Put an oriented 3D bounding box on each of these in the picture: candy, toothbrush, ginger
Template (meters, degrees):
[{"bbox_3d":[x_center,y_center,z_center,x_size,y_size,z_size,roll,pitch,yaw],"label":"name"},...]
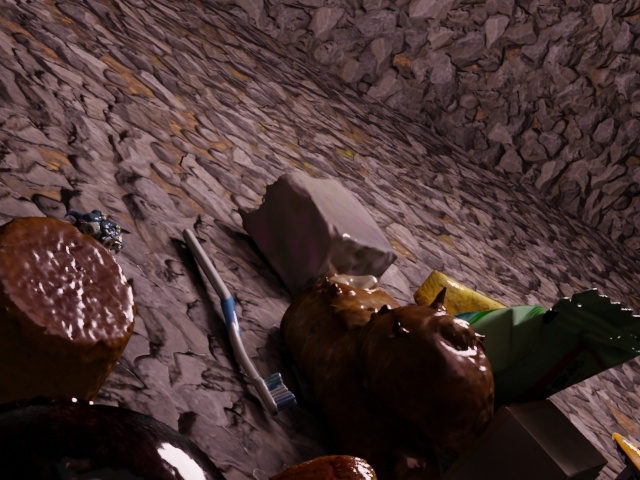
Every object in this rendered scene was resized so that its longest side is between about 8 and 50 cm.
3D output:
[{"bbox_3d":[0.000,0.000,1.834,0.184,0.137,0.195,14,31,-49],"label":"candy"},{"bbox_3d":[-0.123,0.097,1.541,0.040,0.040,0.386,22,20,-38],"label":"toothbrush"},{"bbox_3d":[0.281,0.159,1.650,0.263,0.397,0.172,18,57,-46],"label":"candy"},{"bbox_3d":[0.088,0.145,1.496,0.176,0.254,0.418,21,18,-26],"label":"ginger"}]

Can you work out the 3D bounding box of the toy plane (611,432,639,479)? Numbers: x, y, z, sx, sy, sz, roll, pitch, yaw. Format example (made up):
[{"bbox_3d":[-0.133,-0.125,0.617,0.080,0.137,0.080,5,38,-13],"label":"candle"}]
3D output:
[{"bbox_3d":[0.550,0.432,1.860,0.204,0.103,0.316,21,17,-45],"label":"toy plane"}]

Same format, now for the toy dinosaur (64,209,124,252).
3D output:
[{"bbox_3d":[-0.288,-0.014,1.508,0.083,0.030,0.047,39,16,8],"label":"toy dinosaur"}]

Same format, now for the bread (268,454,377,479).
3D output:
[{"bbox_3d":[0.004,0.311,1.126,0.271,0.139,0.077,-99,172,-63],"label":"bread"}]

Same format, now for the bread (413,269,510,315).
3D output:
[{"bbox_3d":[0.268,0.132,2.074,0.245,0.094,0.102,26,12,-32],"label":"bread"}]

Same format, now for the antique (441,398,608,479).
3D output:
[{"bbox_3d":[0.264,0.302,1.557,0.148,0.152,0.146,49,23,25],"label":"antique"}]

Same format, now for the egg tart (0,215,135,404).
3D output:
[{"bbox_3d":[-0.274,0.087,1.075,0.215,0.171,0.215,31,35,-25],"label":"egg tart"}]

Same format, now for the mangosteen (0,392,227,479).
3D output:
[{"bbox_3d":[-0.171,0.243,0.757,0.288,0.288,0.288,33,19,-13],"label":"mangosteen"}]
